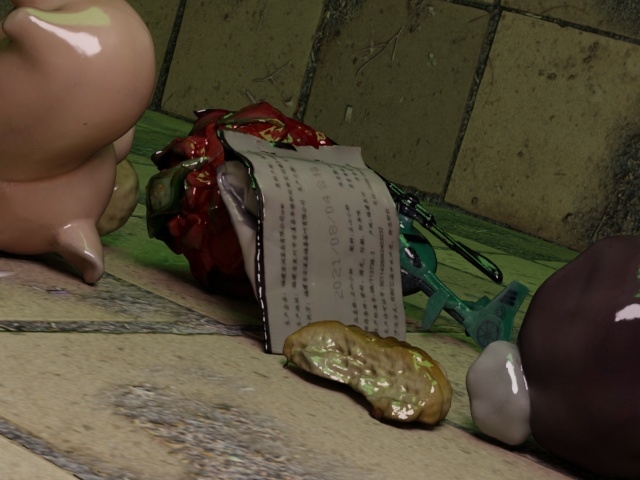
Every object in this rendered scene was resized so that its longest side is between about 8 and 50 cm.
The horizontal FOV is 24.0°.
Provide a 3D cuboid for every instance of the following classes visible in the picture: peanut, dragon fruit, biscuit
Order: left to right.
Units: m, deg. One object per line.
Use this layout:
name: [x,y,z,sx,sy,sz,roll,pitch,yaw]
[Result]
peanut: [-0.323,-0.080,1.778,0.224,0.129,0.129,22,9,18]
dragon fruit: [-0.059,-0.046,1.718,0.293,0.234,0.234,9,10,-46]
biscuit: [0.054,0.116,1.374,0.118,0.061,0.183,10,8,-46]

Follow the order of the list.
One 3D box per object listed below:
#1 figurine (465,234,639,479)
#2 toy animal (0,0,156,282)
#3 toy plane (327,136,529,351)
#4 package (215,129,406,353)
figurine: [0.335,0.122,1.363,0.365,0.218,0.206,18,2,-36]
toy animal: [-0.285,-0.120,1.533,0.269,0.326,0.237,40,35,-31]
toy plane: [0.100,0.024,1.854,0.106,0.155,0.381,9,26,-47]
package: [0.000,0.000,1.544,0.204,0.251,0.062,6,-29,-40]
